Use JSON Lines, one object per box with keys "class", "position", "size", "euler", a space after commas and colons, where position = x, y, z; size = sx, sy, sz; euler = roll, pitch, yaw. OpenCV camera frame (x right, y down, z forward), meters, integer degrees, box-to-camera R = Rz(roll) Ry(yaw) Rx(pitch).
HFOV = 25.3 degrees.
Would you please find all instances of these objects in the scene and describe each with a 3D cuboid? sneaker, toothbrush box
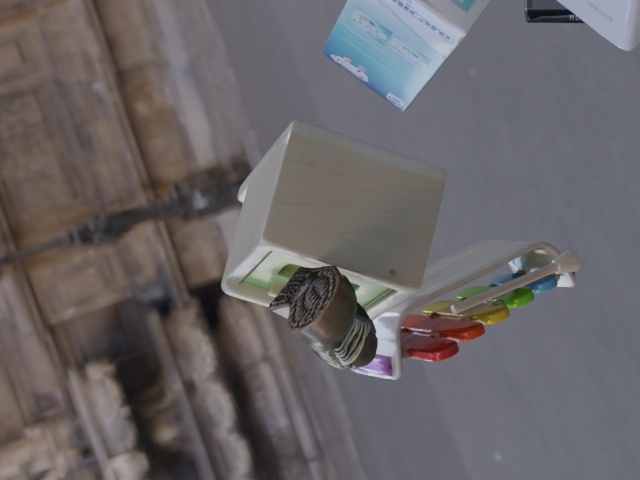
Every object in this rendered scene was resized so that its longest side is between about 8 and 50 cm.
{"class": "sneaker", "position": [0.017, 0.069, 1.181], "size": [0.086, 0.064, 0.192], "euler": [40, 175, -11]}
{"class": "toothbrush box", "position": [0.128, -0.288, 1.508], "size": [0.126, 0.216, 0.295], "euler": [35, 166, 0]}

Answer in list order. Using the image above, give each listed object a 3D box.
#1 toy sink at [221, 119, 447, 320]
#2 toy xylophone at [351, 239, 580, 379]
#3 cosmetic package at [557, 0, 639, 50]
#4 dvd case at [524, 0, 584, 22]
{"class": "toy sink", "position": [0.000, 0.000, 1.358], "size": [0.234, 0.153, 0.131], "euler": [141, 145, -69]}
{"class": "toy xylophone", "position": [0.184, 0.076, 1.779], "size": [0.236, 0.322, 0.081], "euler": [10, 120, 66]}
{"class": "cosmetic package", "position": [0.345, -0.378, 1.097], "size": [0.161, 0.453, 0.230], "euler": [44, 161, 27]}
{"class": "dvd case", "position": [0.411, -0.367, 2.035], "size": [0.179, 0.238, 0.029], "euler": [-80, -11, -49]}
